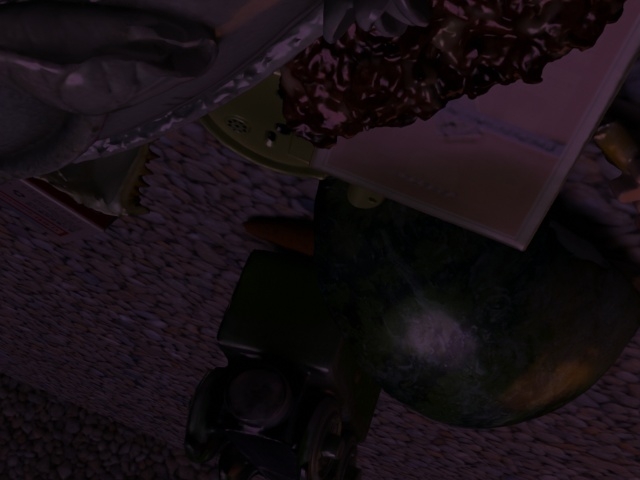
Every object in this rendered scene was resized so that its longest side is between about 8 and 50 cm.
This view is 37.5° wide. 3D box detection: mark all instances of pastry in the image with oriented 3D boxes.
[{"bbox_3d":[0.057,-0.126,0.502,0.208,0.115,0.097,-17,119,36],"label":"pastry"}]

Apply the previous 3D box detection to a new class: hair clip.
[{"bbox_3d":[0.255,-0.026,0.686,0.062,0.056,0.214,-34,125,23],"label":"hair clip"}]

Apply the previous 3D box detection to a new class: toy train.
[{"bbox_3d":[-0.028,0.171,1.085,0.173,0.249,0.307,11,154,17],"label":"toy train"}]

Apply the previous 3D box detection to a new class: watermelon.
[{"bbox_3d":[0.124,0.041,0.844,0.305,0.180,0.224,34,109,-15],"label":"watermelon"}]

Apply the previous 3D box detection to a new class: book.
[{"bbox_3d":[0.098,-0.106,0.595,0.170,0.018,0.241,21,134,3],"label":"book"}]

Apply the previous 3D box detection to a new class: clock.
[{"bbox_3d":[-0.036,-0.117,0.727,0.232,0.069,0.170,21,155,2],"label":"clock"}]

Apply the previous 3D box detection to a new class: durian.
[{"bbox_3d":[-0.236,-0.125,0.803,0.252,0.139,0.144,30,150,-14],"label":"durian"}]

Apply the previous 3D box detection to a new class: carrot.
[{"bbox_3d":[0.000,0.000,0.973,0.216,0.048,0.048,10,153,37],"label":"carrot"}]

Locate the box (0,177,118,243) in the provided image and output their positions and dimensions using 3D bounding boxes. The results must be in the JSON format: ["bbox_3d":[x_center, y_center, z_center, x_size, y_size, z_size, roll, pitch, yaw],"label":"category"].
[{"bbox_3d":[-0.351,-0.075,1.106,0.229,0.050,0.123,36,154,-27],"label":"box"}]

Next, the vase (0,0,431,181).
[{"bbox_3d":[-0.048,-0.172,0.379,0.445,0.250,0.250,-10,142,28],"label":"vase"}]
